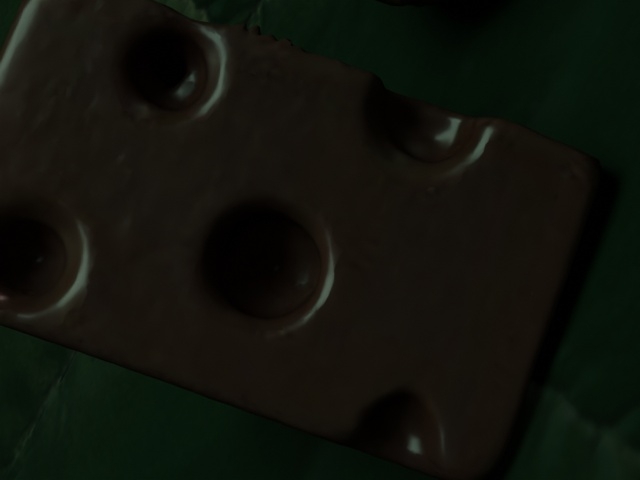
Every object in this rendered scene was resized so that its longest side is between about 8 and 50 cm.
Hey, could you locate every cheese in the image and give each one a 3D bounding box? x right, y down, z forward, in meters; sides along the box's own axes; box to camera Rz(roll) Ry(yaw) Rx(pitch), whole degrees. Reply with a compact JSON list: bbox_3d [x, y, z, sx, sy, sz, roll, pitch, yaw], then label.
[{"bbox_3d":[-0.015,-0.004,0.702,0.177,0.203,0.128,44,-116,-85],"label":"cheese"}]

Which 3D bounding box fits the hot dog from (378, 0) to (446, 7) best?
[{"bbox_3d":[0.056,-0.288,0.669,0.405,0.223,0.185,-52,26,27],"label":"hot dog"}]
